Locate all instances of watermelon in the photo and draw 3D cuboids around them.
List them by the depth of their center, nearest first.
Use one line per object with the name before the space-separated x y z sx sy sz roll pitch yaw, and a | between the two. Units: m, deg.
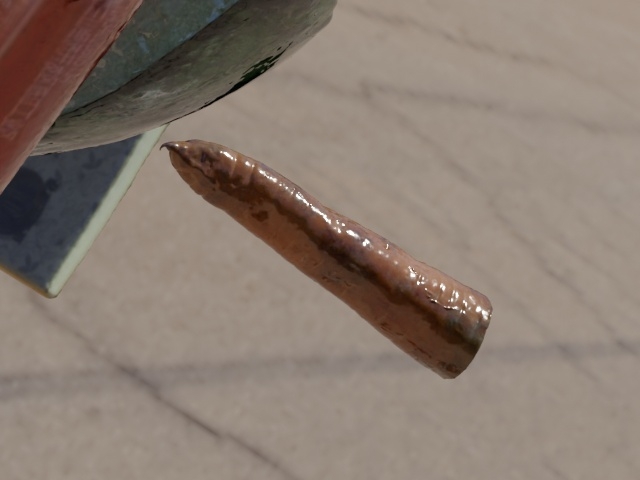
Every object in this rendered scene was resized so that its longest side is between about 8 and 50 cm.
watermelon | -0.049 -0.126 0.776 0.136 0.202 0.207 13 16 6

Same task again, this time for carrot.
carrot | 0.000 0.000 1.161 0.224 0.057 0.057 34 16 -17

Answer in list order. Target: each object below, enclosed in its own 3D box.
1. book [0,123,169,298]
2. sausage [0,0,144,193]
book | -0.265 -0.155 1.446 0.389 0.269 0.032 28 -5 26
sausage | -0.126 -0.026 0.580 0.074 0.274 0.074 35 20 -15
